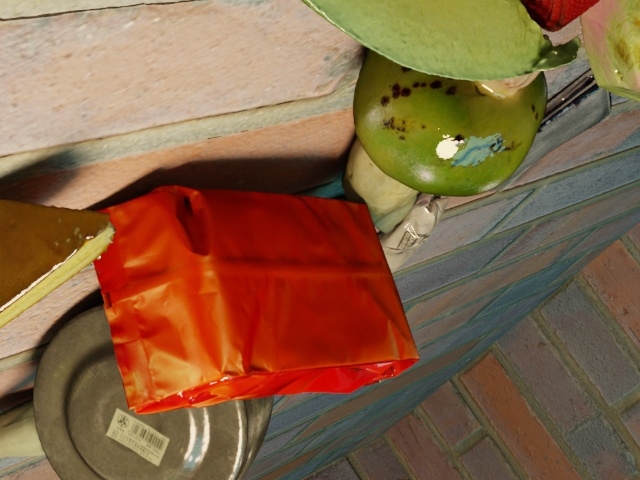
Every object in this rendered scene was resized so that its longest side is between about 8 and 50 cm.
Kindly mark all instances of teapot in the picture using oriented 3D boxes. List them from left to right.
[{"bbox_3d":[-0.181,0.188,1.340,0.321,0.239,0.239,-45,174,20],"label":"teapot"}]

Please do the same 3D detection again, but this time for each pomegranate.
[{"bbox_3d":[0.125,-0.135,1.074,0.180,0.180,0.209,-26,173,-29],"label":"pomegranate"}]

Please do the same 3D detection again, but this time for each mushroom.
[{"bbox_3d":[0.073,-0.073,1.350,0.107,0.087,0.333,-30,167,-15],"label":"mushroom"}]

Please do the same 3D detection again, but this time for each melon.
[{"bbox_3d":[0.090,-0.181,0.924,0.261,0.053,0.114,17,95,-29],"label":"melon"}]

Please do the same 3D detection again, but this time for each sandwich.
[{"bbox_3d":[-0.273,0.032,0.939,0.244,0.088,0.090,-37,174,-4],"label":"sandwich"}]

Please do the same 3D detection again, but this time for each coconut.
[{"bbox_3d":[0.366,-0.232,1.239,0.236,0.236,0.205,-45,-164,34],"label":"coconut"}]

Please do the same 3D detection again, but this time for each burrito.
[{"bbox_3d":[0.103,0.005,1.699,0.203,0.064,0.064,-45,162,31],"label":"burrito"}]

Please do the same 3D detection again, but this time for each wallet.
[{"bbox_3d":[0.312,-0.151,1.710,0.222,0.036,0.167,-35,166,8],"label":"wallet"}]

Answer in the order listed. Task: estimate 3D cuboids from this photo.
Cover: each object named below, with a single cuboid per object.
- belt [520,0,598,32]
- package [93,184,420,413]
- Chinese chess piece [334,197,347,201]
[{"bbox_3d":[0.186,-0.245,0.964,0.124,0.128,0.201,-35,166,0],"label":"belt"},{"bbox_3d":[-0.045,0.056,1.190,0.123,0.196,0.423,-26,162,31],"label":"package"},{"bbox_3d":[0.000,0.000,1.481,0.122,0.051,0.122,-30,165,-9],"label":"Chinese chess piece"}]
